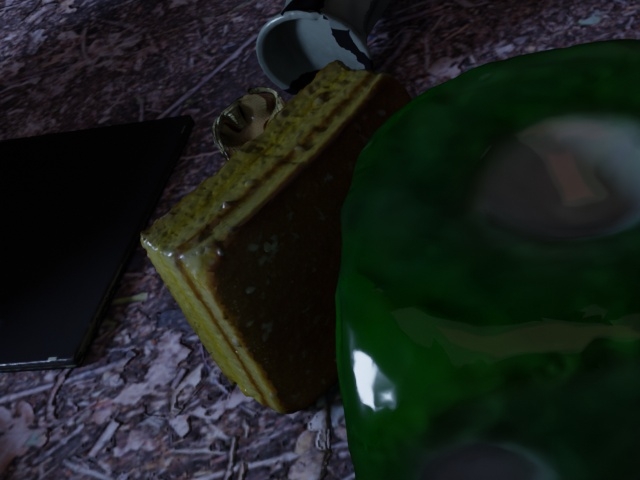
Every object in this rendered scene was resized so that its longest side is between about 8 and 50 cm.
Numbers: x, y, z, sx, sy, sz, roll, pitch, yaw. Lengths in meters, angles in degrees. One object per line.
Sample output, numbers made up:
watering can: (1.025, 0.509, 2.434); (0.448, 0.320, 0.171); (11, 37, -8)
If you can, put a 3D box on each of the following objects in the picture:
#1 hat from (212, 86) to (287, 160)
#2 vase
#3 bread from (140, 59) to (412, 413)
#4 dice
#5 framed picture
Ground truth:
hat: (-0.055, -0.097, 1.502); (0.077, 0.059, 0.076); (-35, 71, 3)
vase: (0.033, -0.303, 1.630); (0.165, 0.165, 0.360); (-4, 46, 25)
bread: (0.000, 0.000, 1.255); (0.234, 0.184, 0.110); (-45, 38, -21)
dice: (0.179, 0.069, 0.981); (0.287, 0.300, 0.297); (-9, 39, 15)
framed picture: (-0.282, 0.003, 1.547); (0.255, 0.014, 0.339); (-6, 41, 24)
